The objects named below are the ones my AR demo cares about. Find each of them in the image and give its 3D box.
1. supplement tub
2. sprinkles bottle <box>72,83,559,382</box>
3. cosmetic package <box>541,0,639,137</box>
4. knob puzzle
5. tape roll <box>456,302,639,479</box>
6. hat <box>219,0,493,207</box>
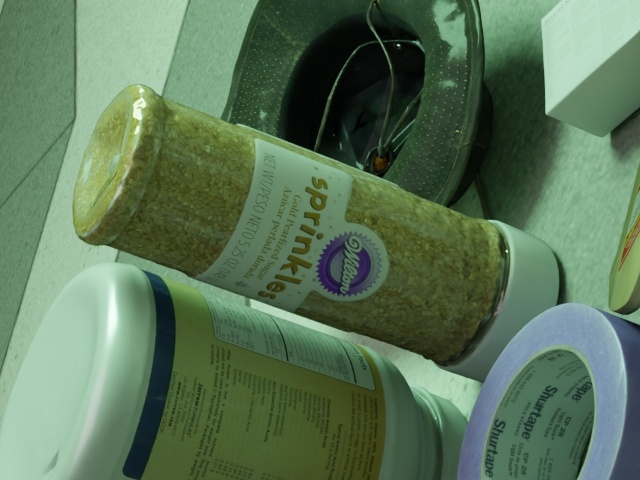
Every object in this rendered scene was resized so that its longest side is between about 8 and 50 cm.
[{"bbox_3d":[-0.065,0.167,1.406,0.228,0.316,0.228,-47,32,42],"label":"supplement tub"},{"bbox_3d":[0.000,0.000,1.350,0.121,0.355,0.121,-47,32,42],"label":"sprinkles bottle"},{"bbox_3d":[0.253,-0.181,1.320,0.239,0.060,0.099,-43,37,46],"label":"cosmetic package"},{"bbox_3d":[0.230,-0.030,1.198,0.213,0.030,0.213,19,-90,-88],"label":"knob puzzle"},{"bbox_3d":[0.173,0.142,1.208,0.189,0.080,0.189,-46,33,43],"label":"tape roll"},{"bbox_3d":[0.056,-0.107,1.600,0.331,0.134,0.331,-16,68,45],"label":"hat"}]
